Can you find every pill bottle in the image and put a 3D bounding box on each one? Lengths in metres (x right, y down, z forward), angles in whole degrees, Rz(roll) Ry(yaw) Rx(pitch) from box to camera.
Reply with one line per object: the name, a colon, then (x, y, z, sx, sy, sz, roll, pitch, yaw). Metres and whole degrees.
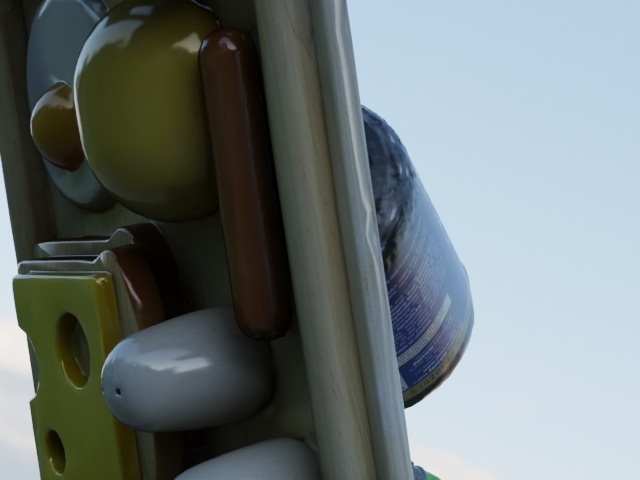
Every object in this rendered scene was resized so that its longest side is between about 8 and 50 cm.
pill bottle: (0.000, 0.000, 0.962, 0.123, 0.122, 0.219, 10, -23, 22)

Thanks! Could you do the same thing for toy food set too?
toy food set: (-0.082, -0.011, 0.582, 0.092, 0.306, 0.220, -10, 5, -33)

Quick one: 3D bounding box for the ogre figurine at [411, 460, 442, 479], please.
ogre figurine: (0.119, 0.251, 1.470, 0.197, 0.096, 0.118, 32, 14, 30)
